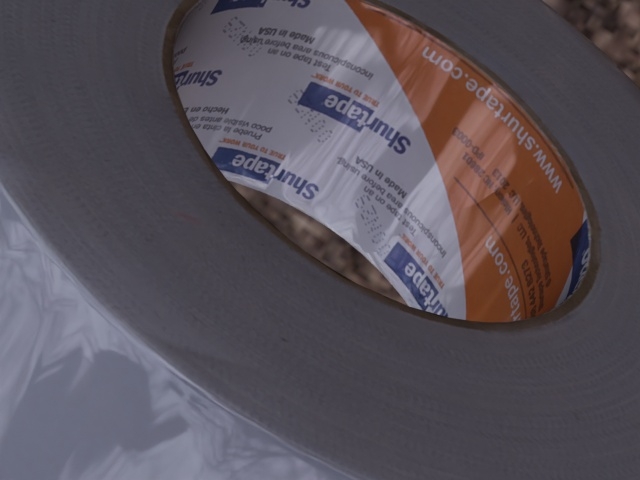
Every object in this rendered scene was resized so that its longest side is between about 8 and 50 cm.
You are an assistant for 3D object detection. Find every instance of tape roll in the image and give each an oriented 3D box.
[{"bbox_3d":[0.000,0.000,0.458,0.219,0.219,0.072,35,126,-1],"label":"tape roll"}]
